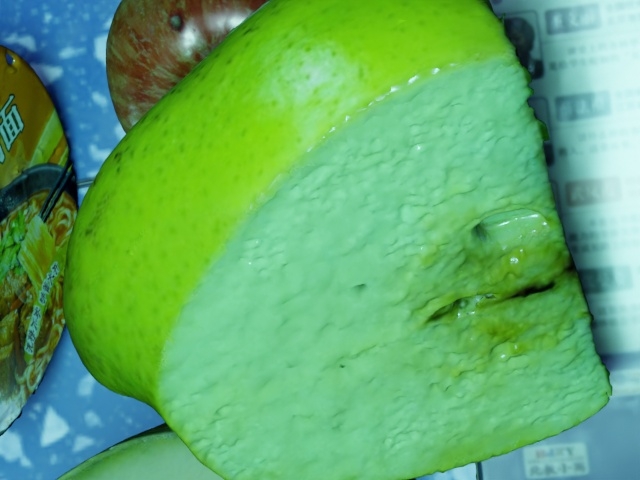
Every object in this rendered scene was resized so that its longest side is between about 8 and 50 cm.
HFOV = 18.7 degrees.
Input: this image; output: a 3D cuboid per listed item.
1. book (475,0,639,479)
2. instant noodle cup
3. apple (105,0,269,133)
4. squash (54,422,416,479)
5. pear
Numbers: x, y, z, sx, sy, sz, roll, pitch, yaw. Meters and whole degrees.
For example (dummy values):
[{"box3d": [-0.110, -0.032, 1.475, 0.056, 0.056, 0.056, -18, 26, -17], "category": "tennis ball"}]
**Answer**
[{"box3d": [0.210, -0.066, 1.080, 0.300, 0.039, 0.428, -5, 94, 12], "category": "book"}, {"box3d": [-0.270, -0.001, 1.107, 0.182, 0.230, 0.230, 3, 96, 21], "category": "instant noodle cup"}, {"box3d": [-0.048, -0.099, 1.089, 0.146, 0.131, 0.146, 4, 110, 11], "category": "apple"}, {"box3d": [-0.051, 0.186, 1.049, 0.189, 0.260, 0.189, 1, 93, 12], "category": "squash"}, {"box3d": [0.000, 0.000, 0.978, 0.292, 0.292, 0.159, -43, 43, 12], "category": "pear"}]
